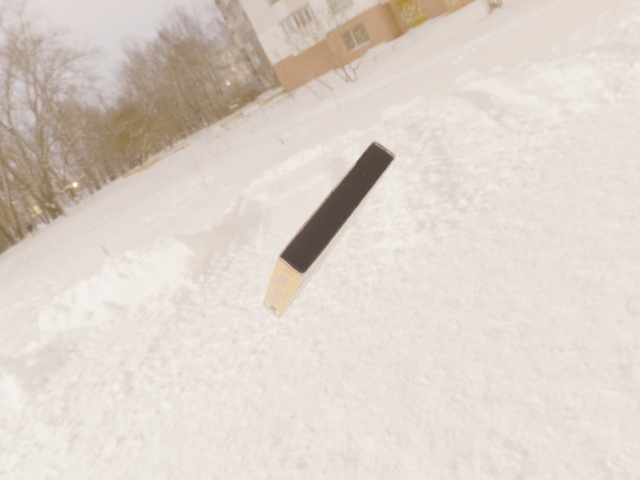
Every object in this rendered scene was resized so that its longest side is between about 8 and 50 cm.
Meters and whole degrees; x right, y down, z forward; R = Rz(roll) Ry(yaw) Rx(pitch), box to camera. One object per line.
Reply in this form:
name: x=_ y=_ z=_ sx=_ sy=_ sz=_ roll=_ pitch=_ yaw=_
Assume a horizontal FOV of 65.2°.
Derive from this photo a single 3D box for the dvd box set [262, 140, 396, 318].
dvd box set: x=0.000 y=0.000 z=1.082 sx=0.308 sy=0.062 sz=0.420 roll=-51 pitch=-3 yaw=-20
